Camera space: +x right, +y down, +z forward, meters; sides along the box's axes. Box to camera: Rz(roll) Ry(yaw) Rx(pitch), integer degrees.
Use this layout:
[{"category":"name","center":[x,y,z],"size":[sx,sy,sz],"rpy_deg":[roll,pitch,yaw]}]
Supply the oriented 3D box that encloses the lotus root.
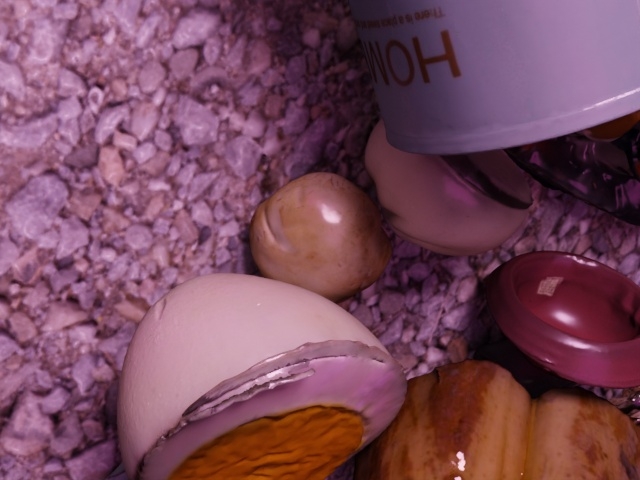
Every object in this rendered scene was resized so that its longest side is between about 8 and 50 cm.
[{"category":"lotus root","center":[0.186,0.273,0.824],"size":[0.316,0.250,0.316],"rpy_deg":[7,124,10]}]

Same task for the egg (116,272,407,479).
[{"category":"egg","center":[-0.064,0.134,0.770],"size":[0.264,0.174,0.286],"rpy_deg":[-35,143,9]}]

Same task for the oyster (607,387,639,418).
[{"category":"oyster","center":[0.454,0.260,1.020],"size":[0.259,0.092,0.198],"rpy_deg":[16,103,-28]}]

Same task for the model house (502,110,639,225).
[{"category":"model house","center":[0.338,-0.116,0.764],"size":[0.271,0.301,0.190],"rpy_deg":[27,92,-20]}]

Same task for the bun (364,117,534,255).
[{"category":"bun","center":[0.115,-0.053,0.791],"size":[0.172,0.173,0.120],"rpy_deg":[31,117,-21]}]

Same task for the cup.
[{"category":"cup","center":[0.130,-0.269,0.614],"size":[0.256,0.331,0.311],"rpy_deg":[-15,111,14]}]

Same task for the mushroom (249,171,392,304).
[{"category":"mushroom","center":[0.000,0.000,0.805],"size":[0.148,0.112,0.148],"rpy_deg":[8,121,14]}]

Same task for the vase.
[{"category":"vase","center":[0.290,0.133,0.941],"size":[0.214,0.086,0.086],"rpy_deg":[-17,110,-13]}]

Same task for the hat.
[{"category":"hat","center":[0.267,0.092,0.862],"size":[0.205,0.205,0.089],"rpy_deg":[0,124,-14]}]

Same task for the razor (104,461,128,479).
[{"category":"razor","center":[-0.166,0.214,0.870],"size":[0.111,0.056,0.278],"rpy_deg":[42,87,-23]}]
